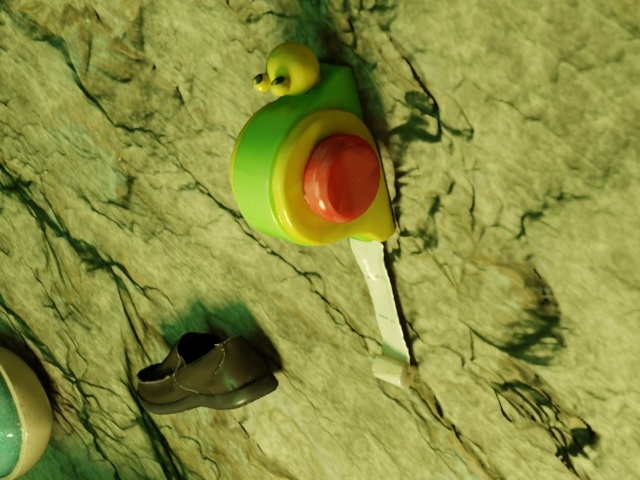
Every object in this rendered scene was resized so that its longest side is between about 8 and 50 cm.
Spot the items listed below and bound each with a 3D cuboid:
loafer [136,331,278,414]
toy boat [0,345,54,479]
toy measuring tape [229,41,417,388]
[{"bbox_3d":[-0.123,0.129,1.437,0.220,0.080,0.078,-12,98,50],"label":"loafer"},{"bbox_3d":[-0.460,0.298,1.885,0.267,0.148,0.318,2,100,53],"label":"toy boat"},{"bbox_3d":[0.000,0.000,1.118,0.121,0.121,0.330,17,131,45],"label":"toy measuring tape"}]
